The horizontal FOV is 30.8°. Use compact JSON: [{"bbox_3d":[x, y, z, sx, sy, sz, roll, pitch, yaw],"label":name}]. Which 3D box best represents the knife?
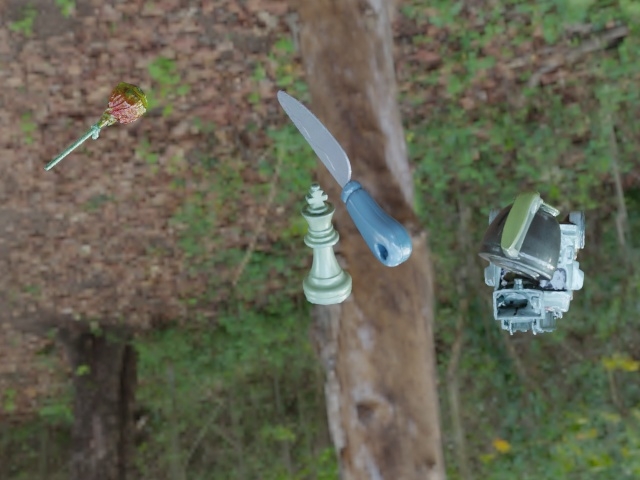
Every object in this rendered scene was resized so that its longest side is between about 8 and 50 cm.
[{"bbox_3d":[0.022,-0.077,1.246,0.032,0.244,0.058,-27,163,-20],"label":"knife"}]

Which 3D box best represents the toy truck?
[{"bbox_3d":[0.312,0.048,1.679,0.133,0.184,0.338,2,180,13],"label":"toy truck"}]

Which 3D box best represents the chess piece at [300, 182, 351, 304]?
[{"bbox_3d":[0.000,0.000,1.353,0.059,0.059,0.149,-8,120,2],"label":"chess piece"}]

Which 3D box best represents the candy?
[{"bbox_3d":[-0.338,-0.167,1.740,0.201,0.060,0.060,-45,180,-25],"label":"candy"}]

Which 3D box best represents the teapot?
[{"bbox_3d":[0.238,-0.008,1.320,0.092,0.091,0.124,20,175,-7],"label":"teapot"}]
